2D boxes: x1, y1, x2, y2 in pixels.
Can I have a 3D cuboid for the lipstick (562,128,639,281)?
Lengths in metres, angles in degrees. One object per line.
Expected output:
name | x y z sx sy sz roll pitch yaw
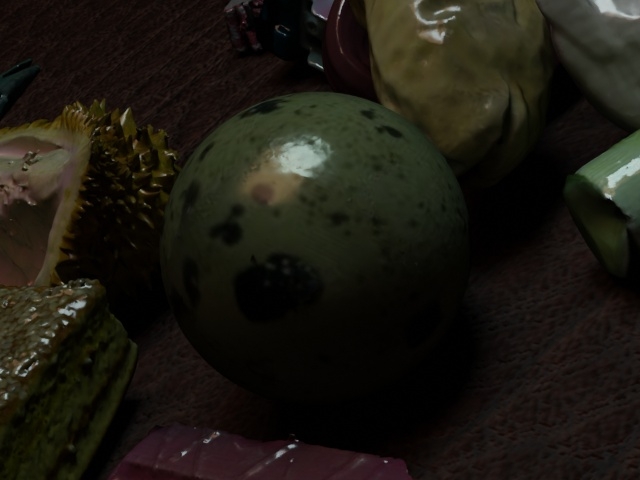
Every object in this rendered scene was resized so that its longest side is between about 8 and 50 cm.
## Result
lipstick | 0.278 -0.082 1.010 0.304 0.076 0.076 -32 26 -8

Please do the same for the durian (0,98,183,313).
durian | -0.191 -0.001 1.263 0.250 0.183 0.138 -9 -5 41

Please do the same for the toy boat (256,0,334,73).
toy boat | 0.072 -0.251 1.511 0.092 0.134 0.299 34 56 20

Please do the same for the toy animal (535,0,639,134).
toy animal | 0.231 -0.171 1.147 0.141 0.138 0.282 -19 25 27

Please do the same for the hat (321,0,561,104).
hat | 0.100 -0.150 1.272 0.205 0.089 0.205 -16 52 22

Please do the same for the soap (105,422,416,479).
soap | -0.015 0.177 0.773 0.289 0.112 0.182 -1 37 44

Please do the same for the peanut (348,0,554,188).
peanut | 0.077 -0.157 1.143 0.130 0.130 0.290 -22 49 13

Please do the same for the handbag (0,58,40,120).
handbag | -0.376 -0.038 1.425 0.274 0.100 0.268 -40 10 48

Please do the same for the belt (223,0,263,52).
belt | -0.061 -0.229 1.639 0.071 0.053 0.232 -19 26 0

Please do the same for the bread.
bread | -0.233 0.132 1.081 0.184 0.110 0.234 -7 34 31

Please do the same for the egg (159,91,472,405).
egg | 0.000 0.000 1.020 0.177 0.177 0.228 -22 10 13
